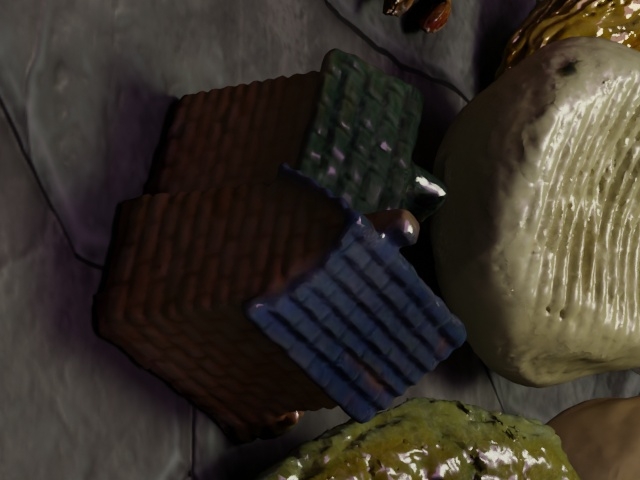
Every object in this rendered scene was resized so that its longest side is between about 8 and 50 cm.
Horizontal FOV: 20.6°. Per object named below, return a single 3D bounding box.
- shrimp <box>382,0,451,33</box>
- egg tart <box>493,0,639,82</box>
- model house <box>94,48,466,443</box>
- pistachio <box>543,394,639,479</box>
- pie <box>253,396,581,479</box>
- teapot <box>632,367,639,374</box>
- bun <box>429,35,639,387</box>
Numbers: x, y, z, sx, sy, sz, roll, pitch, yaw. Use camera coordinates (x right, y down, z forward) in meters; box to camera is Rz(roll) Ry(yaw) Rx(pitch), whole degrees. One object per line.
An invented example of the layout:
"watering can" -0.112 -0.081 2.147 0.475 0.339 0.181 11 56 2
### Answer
"shrimp" 0.071 -0.193 1.316 0.162 0.045 0.095 -68 158 -49
"egg tart" 0.270 -0.092 1.461 0.294 0.116 0.295 0 89 -15
"model house" 0.000 0.000 0.999 0.166 0.172 0.183 43 46 -44
"pistachio" 0.210 0.261 1.261 0.214 0.193 0.318 28 59 -11
"pie" 0.057 0.246 1.059 0.323 0.070 0.323 -3 94 -43
"teapot" 0.312 0.046 1.578 0.145 0.092 0.226 58 38 -28
"bun" 0.175 -0.012 1.299 0.259 0.160 0.259 -5 99 -34
